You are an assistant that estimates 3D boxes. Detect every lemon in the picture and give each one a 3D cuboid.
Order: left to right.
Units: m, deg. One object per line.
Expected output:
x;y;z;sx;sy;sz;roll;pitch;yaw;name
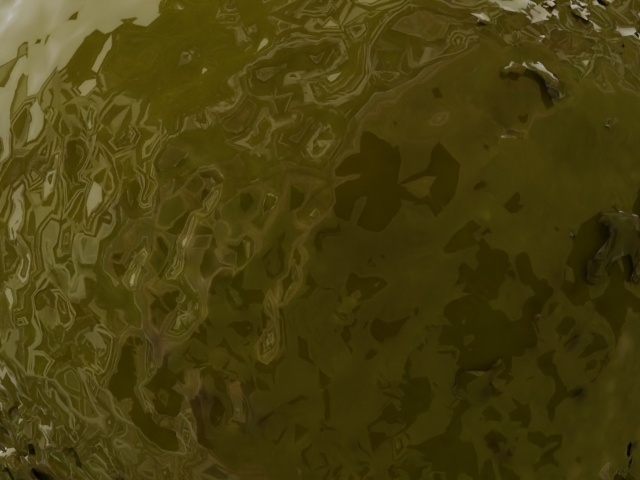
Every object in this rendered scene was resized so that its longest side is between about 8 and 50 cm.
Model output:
0.000;0.000;0.565;0.258;0.310;0.258;-33;-45;-40;lemon
